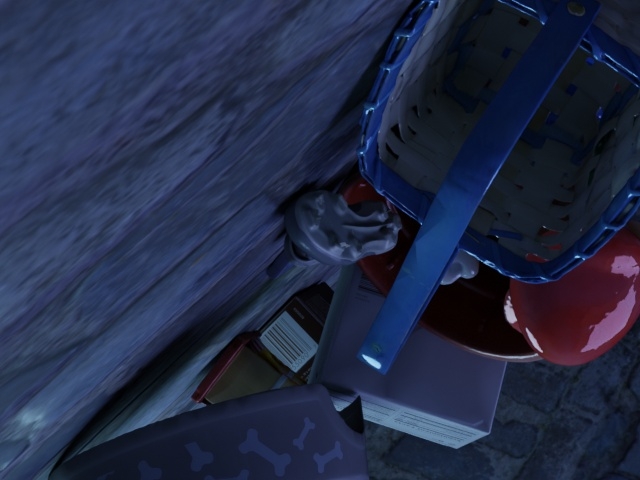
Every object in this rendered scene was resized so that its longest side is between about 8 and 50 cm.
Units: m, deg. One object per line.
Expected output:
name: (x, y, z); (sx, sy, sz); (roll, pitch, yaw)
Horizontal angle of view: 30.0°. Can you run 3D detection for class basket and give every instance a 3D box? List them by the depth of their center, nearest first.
basket: (0.124, -0.068, 0.813); (0.289, 0.201, 0.255); (-50, 171, -34)

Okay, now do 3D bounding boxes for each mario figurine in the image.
mario figurine: (0.196, -0.037, 1.046); (0.198, 0.320, 0.170); (-17, 147, 28)

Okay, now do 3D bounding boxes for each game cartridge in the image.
game cartridge: (-0.022, 0.007, 1.274); (0.083, 0.017, 0.056); (-48, 170, 27)

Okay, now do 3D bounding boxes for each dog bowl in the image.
dog bowl: (-0.107, 0.257, 1.269); (0.349, 0.102, 0.349); (-17, 162, -6)

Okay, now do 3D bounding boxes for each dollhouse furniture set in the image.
dollhouse furniture set: (0.022, 0.131, 1.623); (0.374, 0.201, 0.152); (-51, 174, 2)

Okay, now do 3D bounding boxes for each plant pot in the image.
plant pot: (0.202, -0.061, 1.257); (0.265, 0.272, 0.272); (-50, 177, -27)

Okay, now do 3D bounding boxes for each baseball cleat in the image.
baseball cleat: (0.000, 0.000, 1.105); (0.109, 0.072, 0.206); (-20, 168, 25)

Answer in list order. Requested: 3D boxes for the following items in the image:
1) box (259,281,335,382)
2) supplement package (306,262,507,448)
box: (-0.015, 0.186, 1.828); (0.168, 0.167, 0.203); (-46, 174, 12)
supplement package: (0.118, 0.088, 1.427); (0.145, 0.204, 0.262); (117, -10, -70)
